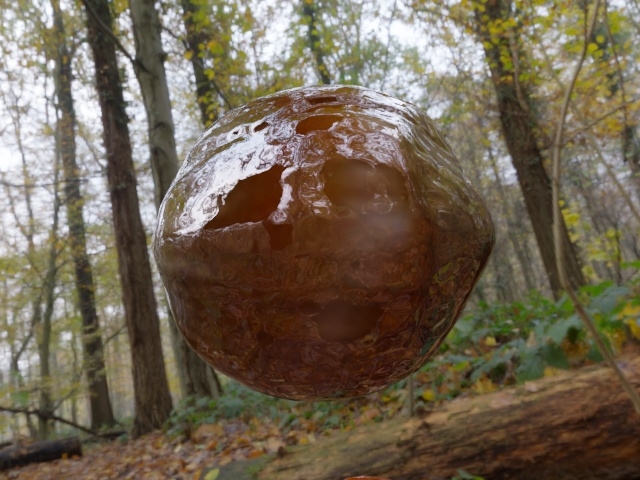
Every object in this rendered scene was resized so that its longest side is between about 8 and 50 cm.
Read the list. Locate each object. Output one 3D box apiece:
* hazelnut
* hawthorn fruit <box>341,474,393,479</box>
[{"bbox_3d":[0.000,0.000,0.651,0.372,0.372,0.315,-12,-11,-2],"label":"hazelnut"},{"bbox_3d":[0.032,0.265,0.419,0.189,0.189,0.189,-12,-13,-3],"label":"hawthorn fruit"}]
